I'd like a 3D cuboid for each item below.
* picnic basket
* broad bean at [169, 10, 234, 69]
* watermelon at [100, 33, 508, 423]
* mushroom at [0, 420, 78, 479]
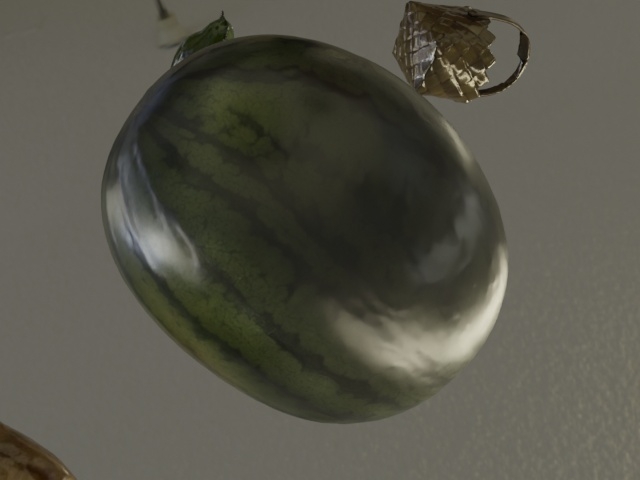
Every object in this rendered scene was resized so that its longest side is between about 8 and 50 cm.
[{"bbox_3d":[0.200,-0.257,1.371,0.179,0.128,0.137,0,-138,-18],"label":"picnic basket"},{"bbox_3d":[-0.149,-0.133,1.037,0.046,0.254,0.065,0,-136,-38],"label":"broad bean"},{"bbox_3d":[0.000,0.000,0.801,0.279,0.359,0.278,-35,-152,22],"label":"watermelon"},{"bbox_3d":[-0.386,0.284,1.102,0.278,0.278,0.146,-3,-156,21],"label":"mushroom"}]
